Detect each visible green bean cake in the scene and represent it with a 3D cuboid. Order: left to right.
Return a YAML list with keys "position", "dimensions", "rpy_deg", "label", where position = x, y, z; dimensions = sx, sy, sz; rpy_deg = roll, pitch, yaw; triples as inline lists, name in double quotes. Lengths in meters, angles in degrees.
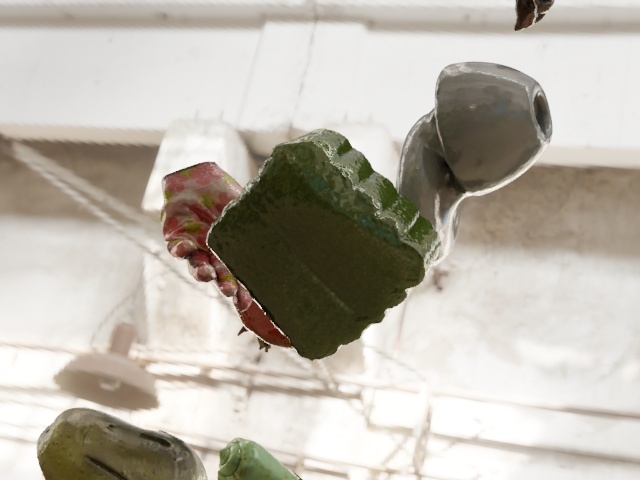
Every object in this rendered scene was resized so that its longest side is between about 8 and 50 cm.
- position: [0.000, 0.000, 1.439]
  dimensions: [0.248, 0.125, 0.222]
  rpy_deg: [47, -64, -4]
  label: "green bean cake"

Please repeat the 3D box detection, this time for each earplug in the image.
- position: [0.197, -0.106, 1.608]
  dimensions: [0.175, 0.214, 0.325]
  rpy_deg: [26, -49, -2]
  label: "earplug"

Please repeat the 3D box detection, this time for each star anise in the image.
- position: [0.362, -0.470, 1.869]
  dimensions: [0.081, 0.230, 0.262]
  rpy_deg: [6, -66, 0]
  label: "star anise"

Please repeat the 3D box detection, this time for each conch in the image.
- position: [-0.100, 0.385, 1.846]
  dimensions: [0.170, 0.079, 0.106]
  rpy_deg: [36, -48, -15]
  label: "conch"

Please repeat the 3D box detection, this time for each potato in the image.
- position: [-0.258, 0.309, 1.524]
  dimensions: [0.248, 0.143, 0.169]
  rpy_deg: [32, -1, -20]
  label: "potato"

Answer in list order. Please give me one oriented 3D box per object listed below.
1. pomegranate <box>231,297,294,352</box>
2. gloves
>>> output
- position: [-0.048, 0.082, 1.870]
  dimensions: [0.210, 0.210, 0.235]
  rpy_deg: [20, -49, -12]
  label: "pomegranate"
- position: [-0.157, 0.001, 1.731]
  dimensions: [0.145, 0.241, 0.126]
  rpy_deg: [-11, -17, -27]
  label: "gloves"
